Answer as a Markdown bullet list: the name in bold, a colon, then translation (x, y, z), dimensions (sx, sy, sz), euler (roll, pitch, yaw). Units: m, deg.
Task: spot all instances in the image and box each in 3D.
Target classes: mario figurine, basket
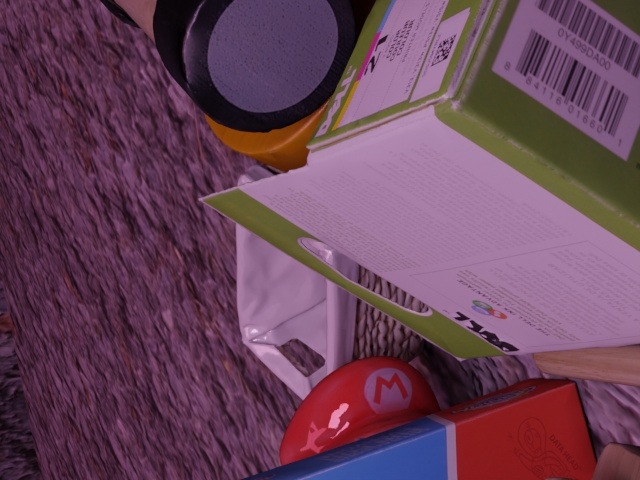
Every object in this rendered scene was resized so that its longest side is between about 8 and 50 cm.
- **mario figurine**: translation (0.055, 0.236, 1.047), dimensions (0.198, 0.170, 0.321), euler (3, -99, -73)
- **basket**: translation (0.012, 0.022, 1.134), dimensions (0.113, 0.103, 0.167), euler (40, 144, 36)

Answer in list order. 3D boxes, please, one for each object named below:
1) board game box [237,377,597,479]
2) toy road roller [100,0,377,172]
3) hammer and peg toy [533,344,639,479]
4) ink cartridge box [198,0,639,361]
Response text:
- **board game box**: translation (0.082, 0.269, 0.965), dimensions (0.064, 0.242, 0.317), euler (-11, 96, 68)
- **toy road roller**: translation (0.037, -0.191, 0.873), dimensions (0.329, 0.240, 0.202), euler (-59, 37, 12)
- **hammer and peg toy**: translation (0.192, 0.200, 0.756), dimensions (0.266, 0.127, 0.361), euler (26, 103, 63)
- **ink cartridge box**: translation (0.081, -0.031, 0.752), dimensions (0.255, 0.189, 0.097), euler (-14, 48, 61)
